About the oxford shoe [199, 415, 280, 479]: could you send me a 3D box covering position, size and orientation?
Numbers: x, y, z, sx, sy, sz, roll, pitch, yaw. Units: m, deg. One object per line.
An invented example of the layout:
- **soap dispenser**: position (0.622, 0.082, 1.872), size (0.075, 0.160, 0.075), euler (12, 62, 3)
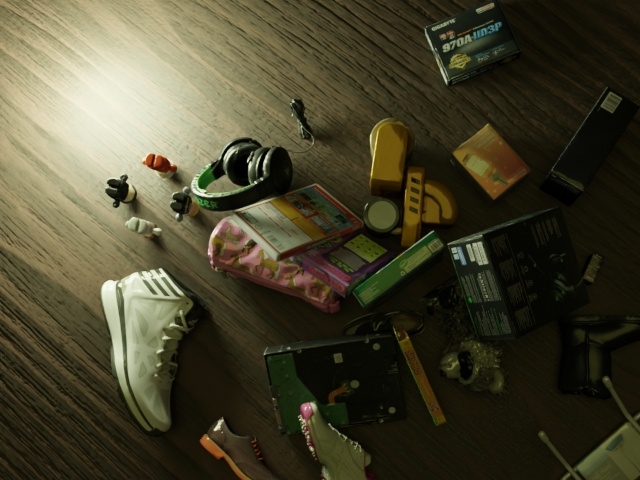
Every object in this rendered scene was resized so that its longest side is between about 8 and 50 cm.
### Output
- **oxford shoe**: position (-0.187, 0.570, 1.885), size (0.271, 0.097, 0.098), euler (34, 81, 12)

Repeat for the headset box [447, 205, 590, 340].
- **headset box**: position (0.477, 0.073, 1.692), size (0.283, 0.131, 0.246), euler (-19, 91, -29)

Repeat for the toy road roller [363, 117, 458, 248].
- **toy road roller**: position (0.242, -0.141, 1.888), size (0.240, 0.202, 0.330), euler (5, 86, 5)

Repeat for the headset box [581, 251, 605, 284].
- **headset box**: position (0.698, 0.077, 1.855), size (0.032, 0.062, 0.083), euler (26, 86, 12)

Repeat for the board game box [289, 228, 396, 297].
- **board game box**: position (0.000, 0.000, 1.873), size (0.346, 0.208, 0.056), euler (34, 130, 27)

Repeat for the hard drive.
- **hard drive**: position (0.040, 0.369, 1.865), size (0.338, 0.064, 0.237), euler (-10, 100, 6)

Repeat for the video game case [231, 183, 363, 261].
- **video game case**: position (-0.058, -0.053, 1.869), size (0.285, 0.025, 0.204), euler (-22, 48, -34)

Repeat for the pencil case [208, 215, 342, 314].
- **pencil case**: position (-0.106, 0.065, 1.924), size (0.386, 0.160, 0.167), euler (19, 94, 10)

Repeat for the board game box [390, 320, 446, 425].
- **board game box**: position (0.243, 0.326, 1.807), size (0.039, 0.124, 0.259), euler (-27, 98, 3)

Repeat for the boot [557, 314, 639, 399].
- **boot**: position (0.720, 0.293, 1.798), size (0.246, 0.094, 0.207), euler (-1, 77, 15)

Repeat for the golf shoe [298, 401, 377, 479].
- **golf shoe**: position (0.044, 0.531, 1.827), size (0.140, 0.115, 0.306), euler (-24, 106, -8)

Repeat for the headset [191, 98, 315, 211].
- **headset**: position (-0.175, -0.226, 1.943), size (0.394, 0.185, 0.243), euler (-35, 37, -28)

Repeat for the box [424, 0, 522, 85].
- **box**: position (0.424, -0.552, 2.004), size (0.220, 0.051, 0.175), euler (-21, 78, 5)

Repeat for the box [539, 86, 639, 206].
- **box**: position (0.687, -0.235, 1.847), size (0.103, 0.184, 0.261), euler (34, 87, 10)

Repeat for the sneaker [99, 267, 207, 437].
- **sneaker**: position (-0.417, 0.280, 1.926), size (0.257, 0.169, 0.448), euler (-20, 76, 6)

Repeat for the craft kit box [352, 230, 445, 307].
- **craft kit box**: position (0.204, 0.086, 1.831), size (0.250, 0.246, 0.061), euler (-36, 76, 0)

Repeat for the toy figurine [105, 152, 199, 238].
- **toy figurine**: position (-0.472, -0.121, 2.020), size (0.213, 0.148, 0.210), euler (-34, 84, -1)

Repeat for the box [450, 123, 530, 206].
- **box**: position (0.453, -0.200, 1.922), size (0.130, 0.091, 0.170), euler (-40, 77, 0)

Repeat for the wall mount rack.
- **wall mount rack**: position (0.699, 0.509, 1.742), size (0.350, 0.130, 0.304), euler (-41, 82, 0)

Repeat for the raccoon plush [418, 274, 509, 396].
- **raccoon plush**: position (0.471, 0.190, 1.808), size (0.446, 0.216, 0.299), euler (-31, 86, 2)

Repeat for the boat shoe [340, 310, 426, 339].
- **boat shoe**: position (0.162, 0.229, 1.900), size (0.233, 0.079, 0.084), euler (-11, 81, 8)
